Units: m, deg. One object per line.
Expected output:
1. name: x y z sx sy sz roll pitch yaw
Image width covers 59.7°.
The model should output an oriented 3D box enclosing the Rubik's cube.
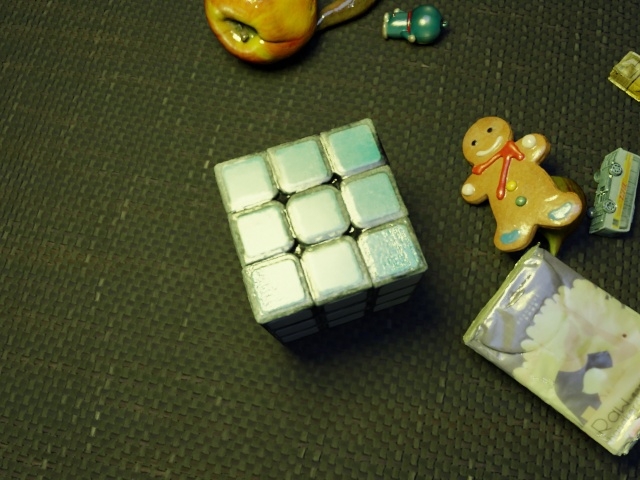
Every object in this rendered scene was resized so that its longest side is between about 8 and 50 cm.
1. Rubik's cube: 0.000 0.000 1.061 0.301 0.303 0.305 -19 72 -4

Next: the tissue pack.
1. tissue pack: 0.481 0.201 1.058 0.344 0.125 0.242 37 90 11

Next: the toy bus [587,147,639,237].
1. toy bus: 0.626 -0.099 1.188 0.075 0.064 0.190 18 75 -5

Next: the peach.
1. peach: -0.127 -0.542 1.258 0.281 0.238 0.280 9 62 -17

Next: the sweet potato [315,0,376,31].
1. sweet potato: 0.078 -0.578 1.348 0.244 0.077 0.077 -41 76 0

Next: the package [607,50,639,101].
1. package: 0.728 -0.361 1.265 0.071 0.047 0.131 -39 74 -12

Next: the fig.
1. fig: 0.473 -0.017 1.148 0.124 0.124 0.236 10 85 5

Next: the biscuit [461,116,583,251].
1. biscuit: 0.383 -0.134 1.154 0.205 0.049 0.324 -35 51 31

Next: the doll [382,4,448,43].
1. doll: 0.223 -0.509 1.316 0.152 0.085 0.114 2 62 14
